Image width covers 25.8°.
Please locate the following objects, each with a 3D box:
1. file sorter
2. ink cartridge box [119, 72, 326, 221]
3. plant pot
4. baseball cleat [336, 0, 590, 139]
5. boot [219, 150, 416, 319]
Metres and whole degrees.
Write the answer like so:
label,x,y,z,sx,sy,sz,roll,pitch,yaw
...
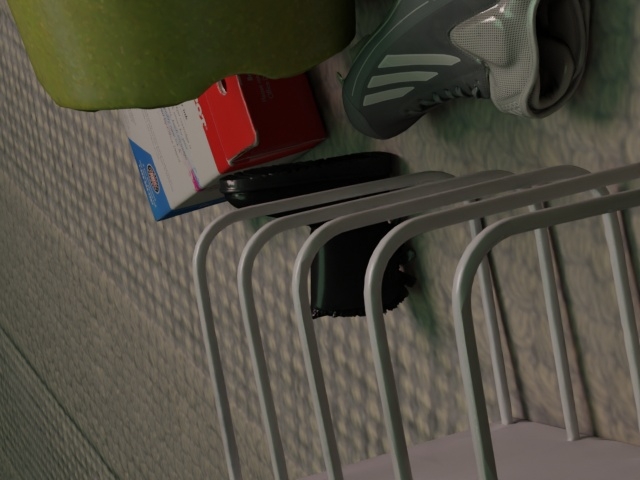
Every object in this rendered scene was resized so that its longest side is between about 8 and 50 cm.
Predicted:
label,x,y,z,sx,sy,sz,roll,pitch,yaw
file sorter,0.078,0.060,0.650,0.277,0.192,0.173,3,104,64
ink cartridge box,-0.073,-0.107,0.988,0.231,0.078,0.134,-26,82,65
plant pot,-0.089,-0.214,0.747,0.276,0.276,0.254,25,130,58
baseball cleat,0.071,-0.088,0.717,0.109,0.072,0.206,54,157,15
boot,-0.001,0.000,0.862,0.045,0.121,0.099,-164,67,-64
